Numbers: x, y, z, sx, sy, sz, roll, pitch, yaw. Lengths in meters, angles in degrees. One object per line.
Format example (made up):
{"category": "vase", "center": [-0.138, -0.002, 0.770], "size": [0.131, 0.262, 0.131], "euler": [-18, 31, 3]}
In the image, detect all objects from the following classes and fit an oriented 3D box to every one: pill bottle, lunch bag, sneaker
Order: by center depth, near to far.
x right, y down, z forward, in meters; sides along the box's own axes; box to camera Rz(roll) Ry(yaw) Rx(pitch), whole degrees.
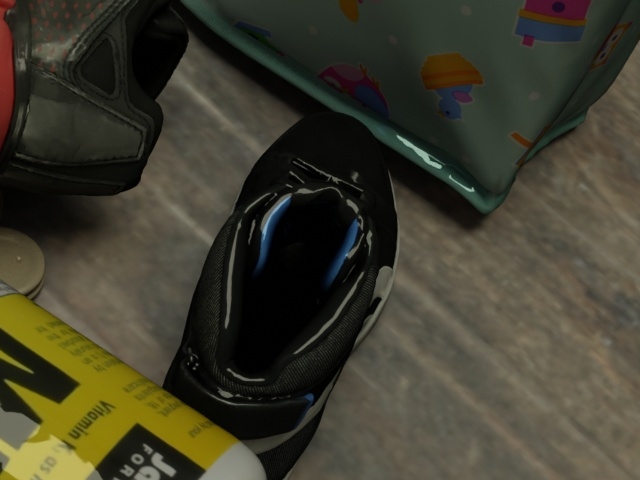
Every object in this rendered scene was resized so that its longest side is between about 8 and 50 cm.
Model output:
{"category": "pill bottle", "center": [-0.093, 0.093, 0.502], "size": [0.208, 0.119, 0.119], "euler": [32, 49, 8]}
{"category": "sneaker", "center": [0.000, 0.000, 0.607], "size": [0.079, 0.121, 0.217], "euler": [22, 49, -2]}
{"category": "sneaker", "center": [-0.132, -0.117, 0.677], "size": [0.135, 0.098, 0.276], "euler": [12, 40, -27]}
{"category": "lunch bag", "center": [0.042, -0.181, 0.701], "size": [0.262, 0.223, 0.160], "euler": [37, 45, 15]}

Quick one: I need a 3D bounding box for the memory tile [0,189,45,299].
{"category": "memory tile", "center": [-0.195, 0.004, 0.610], "size": [0.148, 0.012, 0.113], "euler": [-24, 63, -33]}
